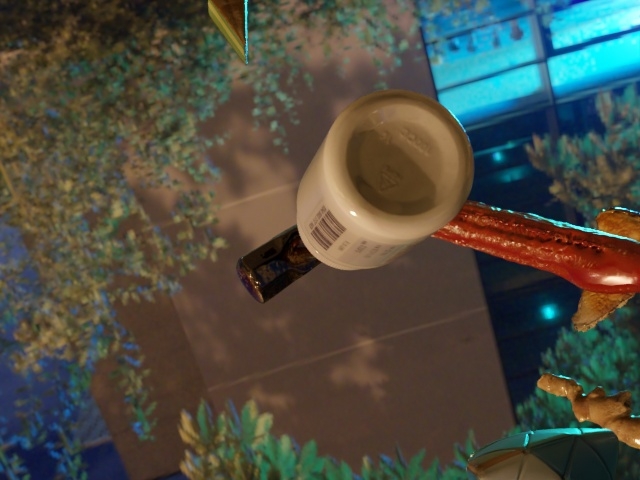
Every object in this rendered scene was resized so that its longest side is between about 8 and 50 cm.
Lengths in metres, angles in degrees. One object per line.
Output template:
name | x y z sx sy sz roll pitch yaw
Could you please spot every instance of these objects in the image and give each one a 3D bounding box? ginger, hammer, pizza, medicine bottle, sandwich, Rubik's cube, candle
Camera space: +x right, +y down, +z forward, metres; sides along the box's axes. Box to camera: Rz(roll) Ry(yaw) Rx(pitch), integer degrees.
ginger | 0.486 0.287 1.625 0.075 0.089 0.288 11 -172 -28
hammer | 0.000 0.000 1.549 0.242 0.095 0.409 -33 -177 -14
pizza | 0.431 0.054 1.355 0.195 0.052 0.185 -58 -144 11
medicine bottle | 0.038 -0.035 0.693 0.103 0.102 0.186 -23 173 -13
sandwich | -0.122 -0.357 1.513 0.074 0.116 0.074 -32 168 -11
Rubik's cube | 0.284 0.352 1.413 0.255 0.254 0.254 -15 -157 6
candle | 0.196 0.005 0.816 0.051 0.048 0.329 -26 -152 -33
